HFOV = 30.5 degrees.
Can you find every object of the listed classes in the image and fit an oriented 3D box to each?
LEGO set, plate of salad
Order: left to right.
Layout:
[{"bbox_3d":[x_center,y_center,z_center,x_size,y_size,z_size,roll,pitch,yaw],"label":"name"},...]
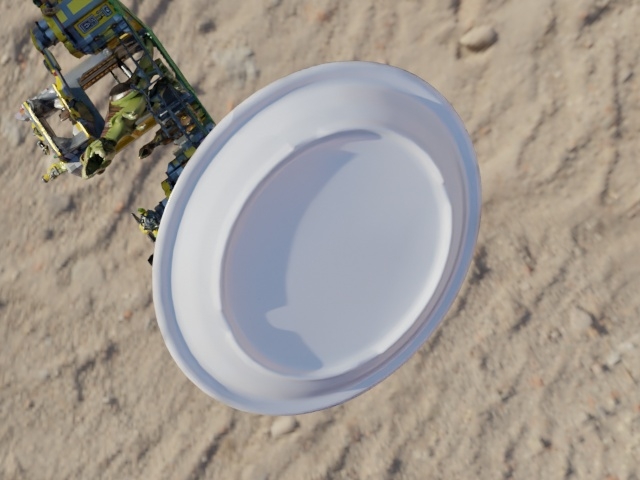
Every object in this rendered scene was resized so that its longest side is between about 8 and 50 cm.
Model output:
[{"bbox_3d":[-0.214,-0.094,1.226,0.192,0.255,0.331,-36,91,4],"label":"LEGO set"},{"bbox_3d":[0.000,0.000,0.623,0.199,0.048,0.200,-14,118,-26],"label":"plate of salad"}]
